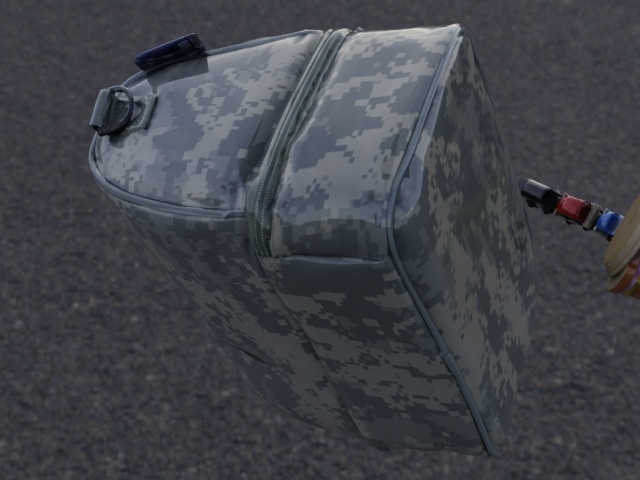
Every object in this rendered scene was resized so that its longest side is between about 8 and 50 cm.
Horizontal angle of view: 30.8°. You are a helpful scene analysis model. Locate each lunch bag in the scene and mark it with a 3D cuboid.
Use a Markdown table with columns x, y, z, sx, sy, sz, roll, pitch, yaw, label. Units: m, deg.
| x | y | z | sx | sy | sz | roll | pitch | yaw | label |
| --- | --- | --- | --- | --- | --- | --- | --- | --- | --- |
| 0.000 | 0.000 | 0.840 | 0.256 | 0.305 | 0.213 | -1 | 51 | 25 | lunch bag |

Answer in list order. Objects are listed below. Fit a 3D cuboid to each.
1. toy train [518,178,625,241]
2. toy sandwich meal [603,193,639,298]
| x | y | z | sx | sy | sz | roll | pitch | yaw | label |
| --- | --- | --- | --- | --- | --- | --- | --- | --- | --- |
| 0.234 | -0.027 | 1.051 | 0.036 | 0.027 | 0.158 | 31 | 0 | -37 | toy train |
| 0.200 | -0.005 | 0.701 | 0.029 | 0.086 | 0.085 | 31 | 31 | 4 | toy sandwich meal |
